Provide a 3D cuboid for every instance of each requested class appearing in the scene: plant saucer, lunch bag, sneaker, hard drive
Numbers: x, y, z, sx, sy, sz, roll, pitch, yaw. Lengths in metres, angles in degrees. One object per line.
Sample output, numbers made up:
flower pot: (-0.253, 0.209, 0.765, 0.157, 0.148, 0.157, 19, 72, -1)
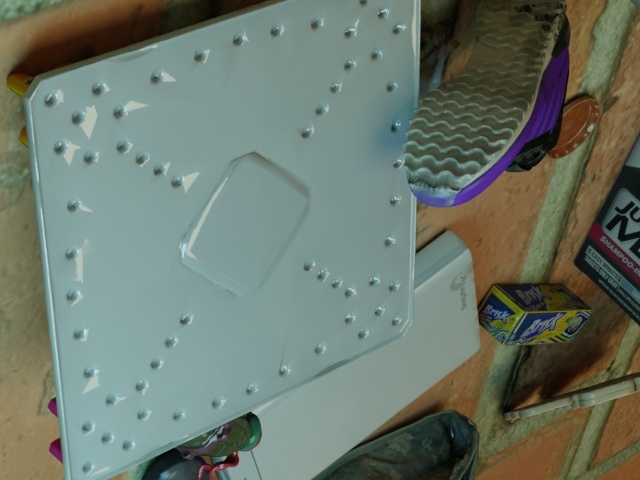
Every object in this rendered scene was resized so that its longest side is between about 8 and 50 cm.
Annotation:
plant saucer: (0.279, -0.128, 1.922, 0.083, 0.013, 0.083, -30, 146, -23)
lunch bag: (0.093, 0.367, 2.160, 0.287, 0.169, 0.235, -32, 145, -36)
sneaker: (-0.130, 0.309, 1.874, 0.083, 0.098, 0.223, -35, 149, -16)
sneaker: (0.171, -0.107, 1.596, 0.293, 0.102, 0.146, -58, 146, -38)
hard drive: (0.030, 0.160, 1.940, 0.353, 0.047, 0.233, -37, 149, -15)

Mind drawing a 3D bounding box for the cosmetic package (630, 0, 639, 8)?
cosmetic package: (0.411, -0.323, 1.733, 0.238, 0.127, 0.107, -43, 151, -7)

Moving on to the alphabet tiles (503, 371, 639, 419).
alphabet tiles: (0.389, 0.198, 2.290, 0.278, 0.021, 0.284, -16, 175, -5)

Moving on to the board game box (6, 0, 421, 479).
board game box: (-0.077, -0.022, 1.482, 0.390, 0.050, 0.390, -23, 128, -33)

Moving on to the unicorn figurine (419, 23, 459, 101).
unicorn figurine: (0.093, -0.147, 1.637, 0.162, 0.060, 0.111, -1, 132, -29)

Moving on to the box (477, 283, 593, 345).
box: (0.265, 0.091, 2.129, 0.169, 0.059, 0.054, 1, 125, -52)

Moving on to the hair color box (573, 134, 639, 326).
hair color box: (0.468, -0.065, 2.059, 0.114, 0.185, 0.374, -12, 137, -40)

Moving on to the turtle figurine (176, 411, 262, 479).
turtle figurine: (-0.118, 0.152, 1.661, 0.175, 0.118, 0.234, -38, 143, 15)
